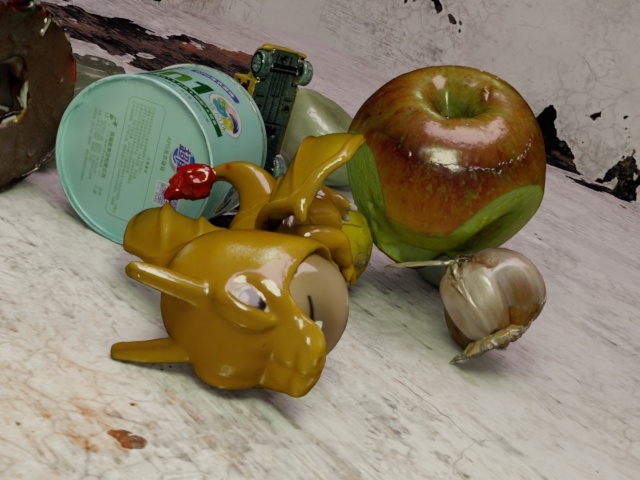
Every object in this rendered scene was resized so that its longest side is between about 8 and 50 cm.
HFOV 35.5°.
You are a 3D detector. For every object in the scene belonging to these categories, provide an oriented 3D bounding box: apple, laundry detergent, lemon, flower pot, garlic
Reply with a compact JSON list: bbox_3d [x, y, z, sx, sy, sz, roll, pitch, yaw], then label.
[{"bbox_3d":[0.213,-0.109,1.758,0.374,0.374,0.384,19,42,-2],"label":"apple"},{"bbox_3d":[-0.259,-0.160,1.752,0.287,0.287,0.305,24,20,11],"label":"laundry detergent"},{"bbox_3d":[-0.001,-0.002,1.739,0.181,0.180,0.193,-1,56,-47],"label":"lemon"},{"bbox_3d":[-0.509,-0.327,2.200,0.235,0.140,0.235,16,17,-5],"label":"flower pot"},{"bbox_3d":[0.236,0.112,1.656,0.257,0.207,0.207,8,21,-11],"label":"garlic"}]

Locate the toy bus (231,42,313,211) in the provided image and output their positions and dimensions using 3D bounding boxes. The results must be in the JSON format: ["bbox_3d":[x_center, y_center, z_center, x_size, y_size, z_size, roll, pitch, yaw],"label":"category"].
[{"bbox_3d":[-0.129,-0.224,1.986,0.121,0.335,0.123,5,19,-37],"label":"toy bus"}]

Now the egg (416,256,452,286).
[{"bbox_3d":[0.248,0.012,1.984,0.151,0.151,0.209,10,20,-26],"label":"egg"}]

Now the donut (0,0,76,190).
[{"bbox_3d":[-0.530,-0.259,1.657,0.136,0.345,0.259,20,25,24],"label":"donut"}]

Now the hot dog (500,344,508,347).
[{"bbox_3d":[0.309,0.133,1.872,0.066,0.047,0.215,14,19,-7],"label":"hot dog"}]

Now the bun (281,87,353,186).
[{"bbox_3d":[-0.004,-0.225,2.392,0.283,0.179,0.283,37,20,-15],"label":"bun"}]

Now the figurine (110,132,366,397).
[{"bbox_3d":[-0.115,0.039,1.421,0.401,0.268,0.387,-9,29,20],"label":"figurine"}]

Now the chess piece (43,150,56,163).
[{"bbox_3d":[-0.506,-0.198,1.871,0.261,0.142,0.143,-6,31,-44],"label":"chess piece"}]
